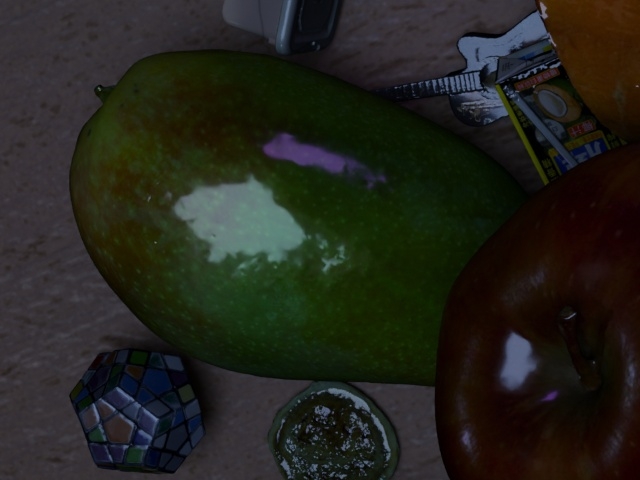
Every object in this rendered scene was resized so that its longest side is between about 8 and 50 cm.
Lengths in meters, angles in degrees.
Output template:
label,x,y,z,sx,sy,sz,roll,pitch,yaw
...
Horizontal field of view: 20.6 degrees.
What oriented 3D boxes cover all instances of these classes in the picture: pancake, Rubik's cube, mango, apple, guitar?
label,x,y,z,sx,sy,sz,roll,pitch,yaw
pancake,0.009,0.163,1.395,0.108,0.017,0.108,3,99,16
Rubik's cube,-0.144,0.135,1.389,0.093,0.111,0.111,31,111,35
mango,0.000,0.000,1.268,0.382,0.201,0.225,22,90,-4
apple,0.221,0.085,1.110,0.288,0.317,0.288,-2,87,34
guitar,0.093,-0.115,1.302,0.233,0.025,0.088,-8,102,17

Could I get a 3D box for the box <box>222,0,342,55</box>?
label,x,y,z,sx,sy,sz,roll,pitch,yaw
box,-0.022,-0.202,1.284,0.062,0.089,0.122,20,107,21

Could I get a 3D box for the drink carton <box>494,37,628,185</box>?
label,x,y,z,sx,sy,sz,roll,pitch,yaw
drink carton,0.190,-0.064,1.251,0.071,0.056,0.165,-22,112,21

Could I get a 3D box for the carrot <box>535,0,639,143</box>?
label,x,y,z,sx,sy,sz,roll,pitch,yaw
carrot,0.317,-0.138,1.134,0.331,0.193,0.214,2,133,26
